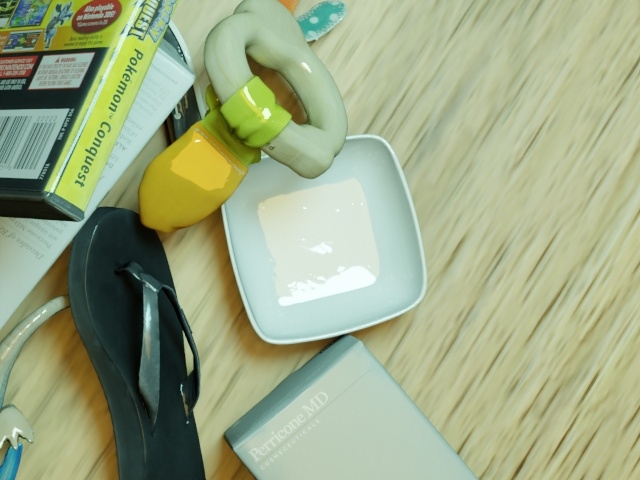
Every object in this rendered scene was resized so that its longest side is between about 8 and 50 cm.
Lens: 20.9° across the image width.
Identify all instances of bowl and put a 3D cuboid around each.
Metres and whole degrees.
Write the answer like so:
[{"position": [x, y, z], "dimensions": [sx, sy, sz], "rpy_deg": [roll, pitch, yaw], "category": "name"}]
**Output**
[{"position": [0.000, 0.000, 1.291], "dimensions": [0.142, 0.053, 0.142], "rpy_deg": [-14, 90, -9], "category": "bowl"}]

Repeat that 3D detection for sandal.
[{"position": [-0.115, 0.096, 1.250], "dimensions": [0.054, 0.097, 0.254], "rpy_deg": [-7, 100, 34], "category": "sandal"}]

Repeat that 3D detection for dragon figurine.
[{"position": [-0.258, 0.160, 1.230], "dimensions": [0.085, 0.144, 0.289], "rpy_deg": [26, 65, -6], "category": "dragon figurine"}]

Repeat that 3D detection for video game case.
[{"position": [-0.195, -0.133, 1.148], "dimensions": [0.035, 0.275, 0.248], "rpy_deg": [34, 71, -38], "category": "video game case"}]

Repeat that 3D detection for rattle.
[{"position": [-0.055, -0.108, 1.271], "dimensions": [0.130, 0.199, 0.142], "rpy_deg": [17, 130, -22], "category": "rattle"}]

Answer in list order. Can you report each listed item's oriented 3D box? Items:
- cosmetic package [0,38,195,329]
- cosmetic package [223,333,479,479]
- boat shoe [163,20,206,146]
[{"position": [-0.192, -0.055, 1.207], "dimensions": [0.085, 0.117, 0.231], "rpy_deg": [35, 97, -18], "category": "cosmetic package"}, {"position": [0.051, 0.194, 1.269], "dimensions": [0.127, 0.107, 0.238], "rpy_deg": [-42, 98, -5], "category": "cosmetic package"}, {"position": [-0.108, -0.106, 1.283], "dimensions": [0.038, 0.046, 0.125], "rpy_deg": [-21, 100, -13], "category": "boat shoe"}]
